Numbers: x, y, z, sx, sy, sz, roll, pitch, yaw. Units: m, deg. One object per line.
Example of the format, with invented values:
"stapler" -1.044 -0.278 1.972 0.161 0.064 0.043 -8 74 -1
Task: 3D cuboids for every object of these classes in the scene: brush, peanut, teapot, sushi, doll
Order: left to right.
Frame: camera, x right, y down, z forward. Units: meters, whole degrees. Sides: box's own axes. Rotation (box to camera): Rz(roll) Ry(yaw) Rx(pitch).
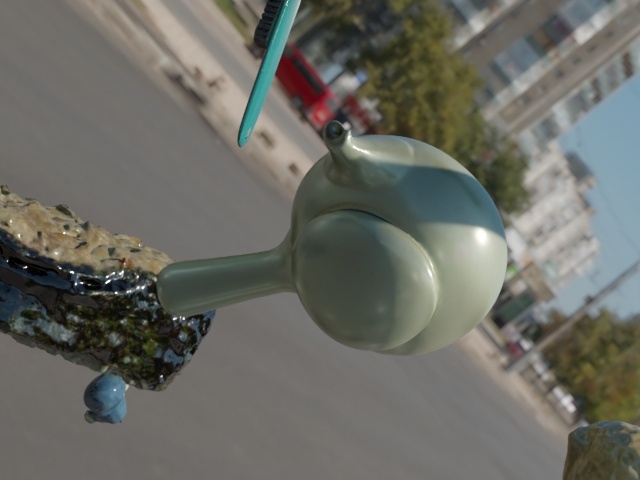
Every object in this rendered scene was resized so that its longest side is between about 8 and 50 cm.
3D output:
"sushi" -0.301 0.058 1.743 0.350 0.171 0.211 25 -1 -25
"doll" -0.295 0.216 1.970 0.050 0.076 0.083 30 -32 31
"brush" -0.061 -0.189 1.471 0.032 0.193 0.043 18 -9 14
"teapot" 0.018 0.033 1.294 0.220 0.318 0.149 52 40 1
"peanut" 0.380 0.318 1.531 0.291 0.143 0.159 42 -14 42
